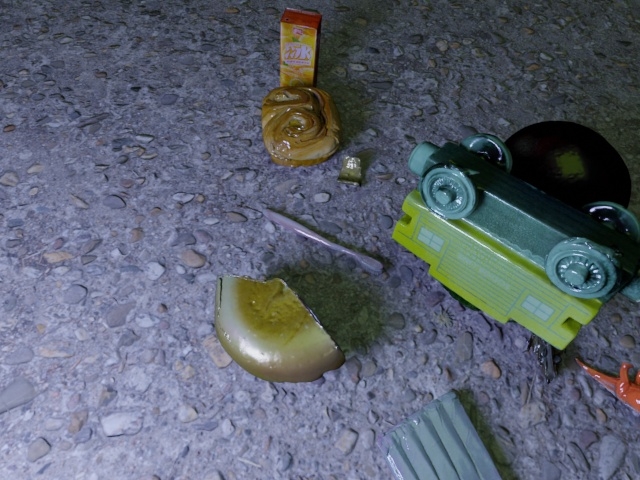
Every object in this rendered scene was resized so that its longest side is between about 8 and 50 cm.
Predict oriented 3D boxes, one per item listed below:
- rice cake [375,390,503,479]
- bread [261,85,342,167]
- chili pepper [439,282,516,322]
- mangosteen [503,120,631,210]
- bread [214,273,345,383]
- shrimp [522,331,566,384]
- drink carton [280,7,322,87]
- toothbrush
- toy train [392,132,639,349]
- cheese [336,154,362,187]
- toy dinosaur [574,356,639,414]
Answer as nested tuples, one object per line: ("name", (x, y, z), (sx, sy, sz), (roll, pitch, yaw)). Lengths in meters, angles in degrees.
("rice cake", (0.205, 0.381, 0.816), (0.189, 0.037, 0.198), (-23, 60, -20))
("bread", (-0.046, -0.282, 1.205), (0.198, 0.120, 0.236), (-4, 56, -6))
("chili pepper", (0.294, 0.068, 1.027), (0.122, 0.065, 0.278), (-10, 54, -13))
("mangosteen", (0.470, -0.095, 1.019), (0.313, 0.297, 0.297), (-29, 63, -26))
("bread", (-0.093, 0.166, 0.879), (0.156, 0.158, 0.260), (-37, 66, -15))
("shrimp", (0.411, 0.141, 0.999), (0.169, 0.058, 0.296), (7, 52, 11))
("drink carton", (-0.054, -0.480, 1.279), (0.096, 0.223, 0.071), (11, 56, 3))
("toothbrush", (0.000, 0.000, 1.073), (0.307, 0.029, 0.025), (27, 56, 16))
("toy train", (0.329, 0.001, 0.868), (0.442, 0.272, 0.179), (36, 52, 22))
("cheese", (0.074, -0.165, 1.183), (0.060, 0.041, 0.084), (8, 70, 9))
("toy dinosaur", (0.593, 0.283, 0.869), (0.055, 0.101, 0.280), (12, 9, -37))
